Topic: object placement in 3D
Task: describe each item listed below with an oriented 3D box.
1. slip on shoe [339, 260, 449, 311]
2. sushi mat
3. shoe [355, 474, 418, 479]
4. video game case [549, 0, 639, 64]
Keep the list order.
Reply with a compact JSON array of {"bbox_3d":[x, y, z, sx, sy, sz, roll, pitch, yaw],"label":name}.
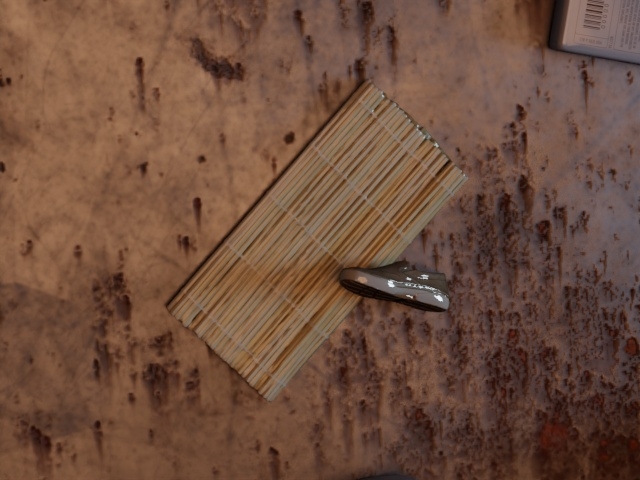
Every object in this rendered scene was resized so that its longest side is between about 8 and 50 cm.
[{"bbox_3d":[0.076,0.040,1.619,0.135,0.051,0.041,15,76,-31],"label":"slip on shoe"},{"bbox_3d":[0.000,0.000,1.625,0.151,0.019,0.316,42,87,-13],"label":"sushi mat"},{"bbox_3d":[0.022,0.300,1.643,0.178,0.063,0.081,-14,100,-5],"label":"shoe"},{"bbox_3d":[0.406,-0.338,1.668,0.300,0.036,0.329,8,94,-13],"label":"video game case"}]
